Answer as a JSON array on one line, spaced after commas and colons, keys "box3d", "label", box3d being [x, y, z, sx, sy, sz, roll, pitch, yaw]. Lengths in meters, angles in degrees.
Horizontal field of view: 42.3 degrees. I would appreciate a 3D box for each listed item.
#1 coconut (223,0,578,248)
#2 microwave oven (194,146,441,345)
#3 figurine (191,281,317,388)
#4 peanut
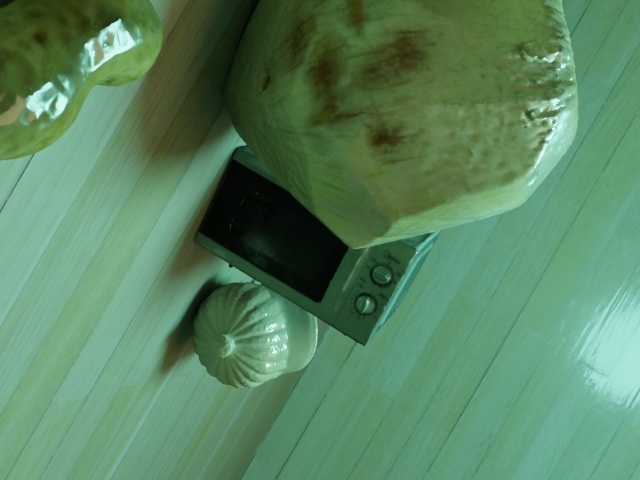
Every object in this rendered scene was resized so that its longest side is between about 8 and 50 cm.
[{"box3d": [0.083, -0.183, 0.971, 0.415, 0.415, 0.345, -54, 147, -25], "label": "coconut"}, {"box3d": [0.000, 0.000, 1.245, 0.181, 0.295, 0.237, -63, 169, 16], "label": "microwave oven"}, {"box3d": [-0.128, 0.161, 1.480, 0.204, 0.185, 0.332, -27, -179, -12], "label": "figurine"}, {"box3d": [-0.189, -0.130, 0.584, 0.103, 0.098, 0.229, -12, -154, 42], "label": "peanut"}]
